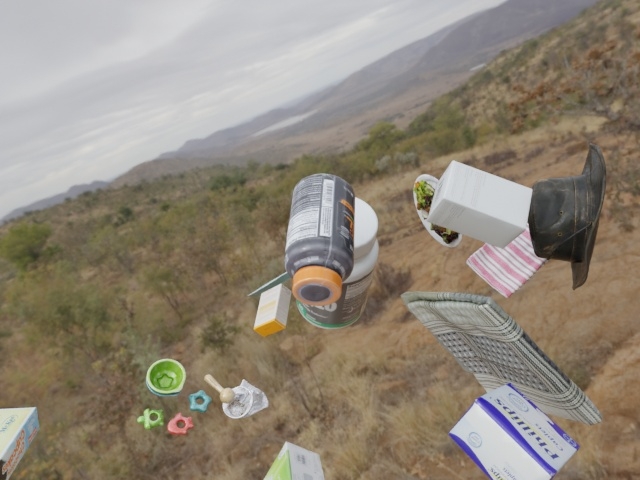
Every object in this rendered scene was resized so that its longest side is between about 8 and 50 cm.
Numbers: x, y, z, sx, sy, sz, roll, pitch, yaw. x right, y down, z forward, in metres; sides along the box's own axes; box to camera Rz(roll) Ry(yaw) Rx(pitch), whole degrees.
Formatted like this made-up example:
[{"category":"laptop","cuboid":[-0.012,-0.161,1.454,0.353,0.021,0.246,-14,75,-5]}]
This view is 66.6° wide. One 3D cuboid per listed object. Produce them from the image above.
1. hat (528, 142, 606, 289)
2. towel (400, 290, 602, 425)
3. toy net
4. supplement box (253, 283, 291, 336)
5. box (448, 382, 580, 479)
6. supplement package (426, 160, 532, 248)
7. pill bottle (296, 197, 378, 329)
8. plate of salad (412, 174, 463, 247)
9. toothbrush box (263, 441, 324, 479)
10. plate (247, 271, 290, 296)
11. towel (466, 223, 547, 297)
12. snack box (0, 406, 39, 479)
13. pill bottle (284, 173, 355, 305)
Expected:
[{"category":"hat","cuboid":[0.542,-0.056,1.113,0.134,0.331,0.331,7,28,21]},{"category":"towel","cuboid":[0.324,0.221,0.961,0.056,0.312,0.324,-48,9,-15]},{"category":"toy net","cuboid":[-0.204,0.292,0.890,0.233,0.045,0.122,12,42,-16]},{"category":"supplement box","cuboid":[-0.100,0.147,1.029,0.062,0.036,0.098,-28,36,31]},{"category":"box","cuboid":[0.272,0.279,0.680,0.137,0.072,0.126,3,33,-50]},{"category":"supplement package","cuboid":[0.335,-0.074,1.033,0.105,0.180,0.105,108,-177,-63]},{"category":"pill bottle","cuboid":[0.040,0.063,1.271,0.205,0.361,0.204,2,51,-2]},{"category":"plate of salad","cuboid":[0.286,-0.070,1.227,0.048,0.199,0.200,-24,15,-15]},{"category":"toothbrush box","cuboid":[-0.105,0.760,1.375,0.283,0.122,0.206,-62,13,10]},{"category":"plate","cuboid":[-0.135,0.127,1.477,0.188,0.024,0.188,-31,-1,-1]},{"category":"towel","cuboid":[0.495,0.038,1.260,0.197,0.144,0.029,-41,-26,-8]},{"category":"snack box","cuboid":[-0.611,0.386,0.773,0.187,0.060,0.322,1,16,-9]},{"category":"pill bottle","cuboid":[0.000,0.000,0.925,0.131,0.130,0.245,-17,46,24]}]
